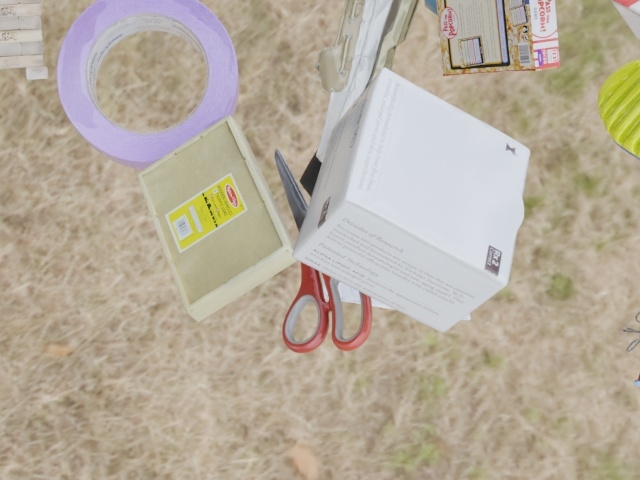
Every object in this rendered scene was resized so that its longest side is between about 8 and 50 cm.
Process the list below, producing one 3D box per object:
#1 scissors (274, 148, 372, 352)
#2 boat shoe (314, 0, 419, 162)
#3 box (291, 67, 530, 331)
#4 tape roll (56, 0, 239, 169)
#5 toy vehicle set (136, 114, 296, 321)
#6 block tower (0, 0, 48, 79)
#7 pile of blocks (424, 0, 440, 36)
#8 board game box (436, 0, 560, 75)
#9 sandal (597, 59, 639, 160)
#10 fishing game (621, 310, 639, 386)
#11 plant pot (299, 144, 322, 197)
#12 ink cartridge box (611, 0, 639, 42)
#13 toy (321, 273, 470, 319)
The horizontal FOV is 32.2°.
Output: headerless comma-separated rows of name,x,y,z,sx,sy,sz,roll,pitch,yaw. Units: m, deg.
scissors,0.000,0.000,1.279,0.021,0.109,0.297,45,33,-49
boat shoe,0.048,-0.252,1.617,0.103,0.113,0.302,23,100,8
box,0.092,-0.038,1.088,0.182,0.119,0.181,28,51,-13
tape roll,-0.264,-0.250,1.723,0.275,0.090,0.274,0,85,-3
toy vehicle set,-0.148,-0.036,1.542,0.035,0.166,0.266,48,13,-52
block tower,-0.423,-0.381,1.459,0.097,0.091,0.335,-8,106,-19
pile of blocks,0.260,-0.481,2.097,0.149,0.112,0.362,8,54,13
board game box,0.227,-0.293,1.454,0.045,0.193,0.146,-12,102,-29
sandal,0.490,-0.118,1.493,0.138,0.126,0.317,37,18,-52
fishing game,0.324,0.052,1.080,0.264,0.041,0.189,-1,104,-72
plant pot,0.079,-0.089,1.859,0.188,0.167,0.187,55,7,33
ink cartridge box,0.311,-0.199,0.824,0.181,0.056,0.224,-31,87,-14
toy,0.109,0.069,1.736,0.237,0.056,0.136,7,45,-12
